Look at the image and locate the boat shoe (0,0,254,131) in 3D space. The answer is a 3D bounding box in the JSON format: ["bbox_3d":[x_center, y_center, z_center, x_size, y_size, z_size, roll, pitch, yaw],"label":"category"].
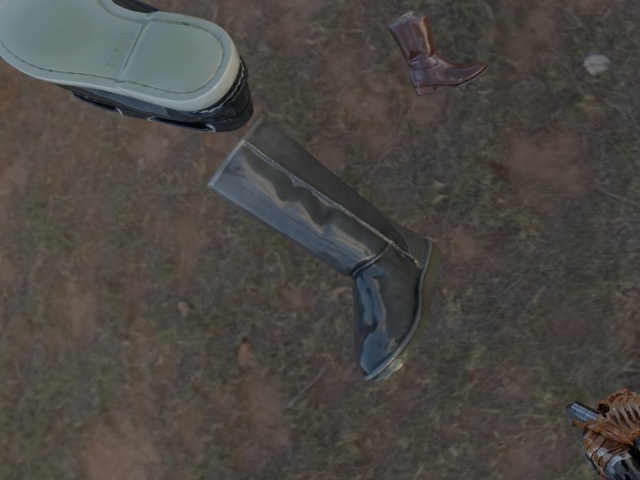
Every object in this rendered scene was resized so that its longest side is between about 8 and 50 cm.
[{"bbox_3d":[-0.206,-0.191,0.916,0.340,0.113,0.127,17,76,27],"label":"boat shoe"}]

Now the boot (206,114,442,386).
[{"bbox_3d":[-0.002,0.002,0.739,0.208,0.189,0.076,39,124,-14],"label":"boot"}]

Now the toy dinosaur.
[{"bbox_3d":[0.365,0.246,0.990,0.218,0.322,0.164,34,97,29],"label":"toy dinosaur"}]

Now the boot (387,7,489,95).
[{"bbox_3d":[0.152,-0.253,1.142,0.106,0.037,0.114,-16,117,17],"label":"boot"}]
